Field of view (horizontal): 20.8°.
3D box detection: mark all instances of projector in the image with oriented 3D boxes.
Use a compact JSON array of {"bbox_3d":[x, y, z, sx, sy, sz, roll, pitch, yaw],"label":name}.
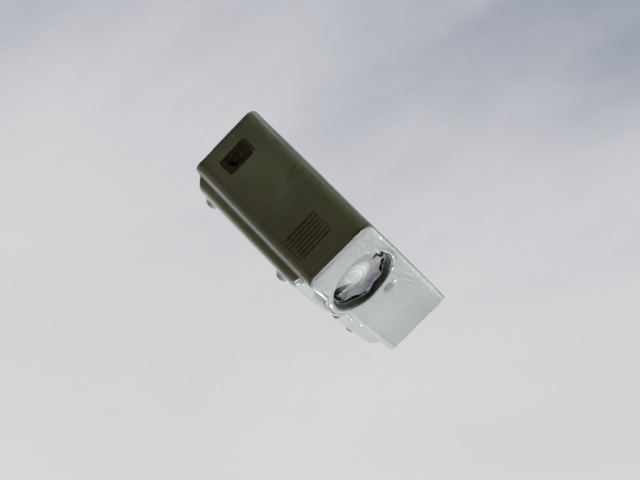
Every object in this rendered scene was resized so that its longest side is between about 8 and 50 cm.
[{"bbox_3d":[0.000,0.000,1.045,0.061,0.147,0.115,-47,-118,1],"label":"projector"}]
